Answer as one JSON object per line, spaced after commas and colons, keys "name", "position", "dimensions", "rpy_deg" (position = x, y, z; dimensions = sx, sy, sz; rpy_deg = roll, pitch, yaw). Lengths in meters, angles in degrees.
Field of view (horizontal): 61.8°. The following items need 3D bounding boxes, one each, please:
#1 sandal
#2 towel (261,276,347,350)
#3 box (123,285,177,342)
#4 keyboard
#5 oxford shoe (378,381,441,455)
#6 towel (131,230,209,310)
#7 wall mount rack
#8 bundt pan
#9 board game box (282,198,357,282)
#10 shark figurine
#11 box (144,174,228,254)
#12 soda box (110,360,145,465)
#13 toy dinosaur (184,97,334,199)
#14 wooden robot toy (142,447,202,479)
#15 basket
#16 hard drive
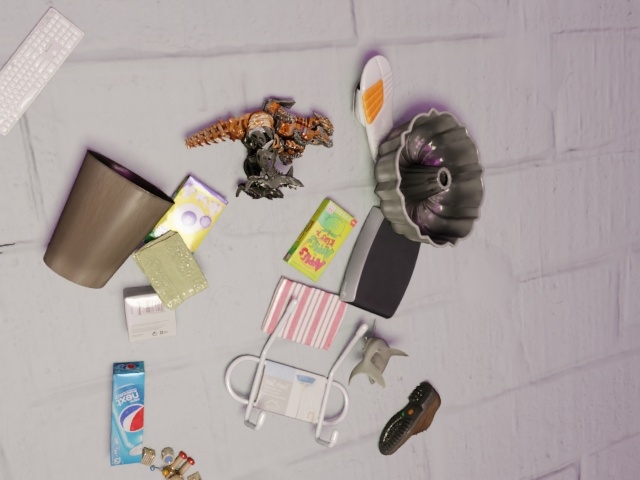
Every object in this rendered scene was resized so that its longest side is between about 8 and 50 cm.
{"name": "sandal", "position": [0.118, -0.305, 1.278], "dimensions": [0.102, 0.076, 0.265], "rpy_deg": [-31, 130, -30]}
{"name": "towel", "position": [-0.037, 0.183, 1.321], "dimensions": [0.197, 0.029, 0.144], "rpy_deg": [21, 93, -23]}
{"name": "box", "position": [-0.368, 0.155, 1.153], "dimensions": [0.101, 0.087, 0.102], "rpy_deg": [-6, 101, -22]}
{"name": "keyboard", "position": [-0.567, -0.327, 1.037], "dimensions": [0.072, 0.014, 0.256], "rpy_deg": [37, 85, -22]}
{"name": "oxford shoe", "position": [0.252, 0.505, 1.457], "dimensions": [0.227, 0.083, 0.096], "rpy_deg": [-45, 115, -8]}
{"name": "towel", "position": [-0.312, 0.061, 1.120], "dimensions": [0.110, 0.027, 0.148], "rpy_deg": [-33, 88, -24]}
{"name": "wall mount rack", "position": [-0.036, 0.320, 1.290], "dimensions": [0.350, 0.130, 0.304], "rpy_deg": [23, 70, -25]}
{"name": "bundt pan", "position": [0.252, -0.144, 1.294], "dimensions": [0.331, 0.124, 0.331], "rpy_deg": [1, 88, -40]}
{"name": "board game box", "position": [0.000, 0.000, 1.295], "dimensions": [0.092, 0.043, 0.181], "rpy_deg": [36, 85, -23]}
{"name": "shark figurine", "position": [0.155, 0.281, 1.301], "dimensions": [0.116, 0.278, 0.166], "rpy_deg": [12, 80, 14]}
{"name": "box", "position": [-0.296, -0.042, 1.174], "dimensions": [0.105, 0.043, 0.179], "rpy_deg": [35, 87, -22]}
{"name": "soda box", "position": [-0.425, 0.379, 1.176], "dimensions": [0.067, 0.071, 0.210], "rpy_deg": [1, 98, -21]}
{"name": "toy dinosaur", "position": [-0.125, -0.208, 1.183], "dimensions": [0.322, 0.164, 0.218], "rpy_deg": [-6, 86, -2]}
{"name": "wooden robot toy", "position": [-0.335, 0.537, 1.233], "dimensions": [0.076, 0.079, 0.173], "rpy_deg": [-47, 112, -8]}
{"name": "basket", "position": [-0.434, -0.033, 1.064], "dimensions": [0.204, 0.154, 0.227], "rpy_deg": [33, 92, 10]}
{"name": "hard drive", "position": [0.161, 0.059, 1.349], "dimensions": [0.172, 0.054, 0.254], "rpy_deg": [24, 83, -24]}
